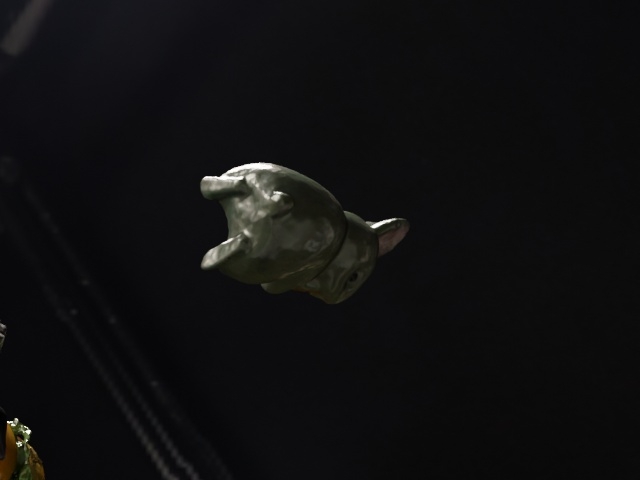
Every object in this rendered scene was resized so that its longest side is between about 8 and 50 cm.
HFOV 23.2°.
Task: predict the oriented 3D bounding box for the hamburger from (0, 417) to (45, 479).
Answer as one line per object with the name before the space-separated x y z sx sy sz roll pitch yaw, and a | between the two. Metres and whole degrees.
hamburger | -0.471 0.297 1.944 0.246 0.170 0.246 -20 -143 16

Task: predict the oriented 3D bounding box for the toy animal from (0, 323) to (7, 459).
toy animal | -0.247 0.063 0.892 0.166 0.179 0.138 34 -101 -1

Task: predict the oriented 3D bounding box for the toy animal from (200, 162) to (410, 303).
toy animal | 0.002 0.002 1.533 0.127 0.251 0.125 32 -77 44
